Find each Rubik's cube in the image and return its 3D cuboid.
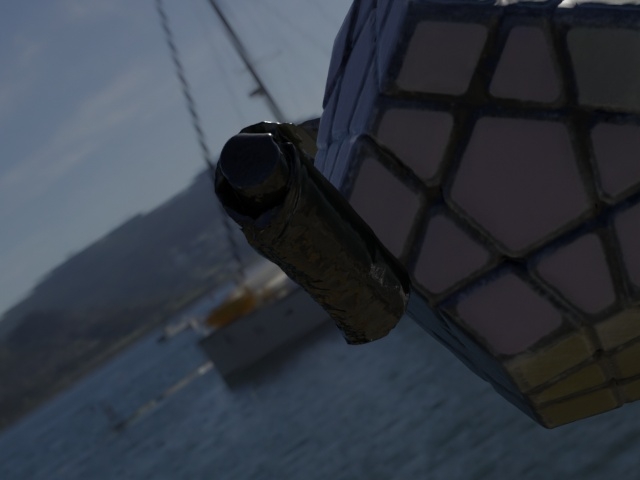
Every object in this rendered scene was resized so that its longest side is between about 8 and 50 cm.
[{"bbox_3d":[0.142,-0.055,0.878,0.264,0.319,0.319,-49,2,-5],"label":"Rubik's cube"}]

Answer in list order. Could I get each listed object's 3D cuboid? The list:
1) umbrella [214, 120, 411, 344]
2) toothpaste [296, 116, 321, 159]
[{"bbox_3d":[0.000,0.002,0.513,0.031,0.036,0.133,-20,-28,13],"label":"umbrella"},{"bbox_3d":[0.083,-0.118,1.800,0.068,0.099,0.282,-24,7,-42],"label":"toothpaste"}]
